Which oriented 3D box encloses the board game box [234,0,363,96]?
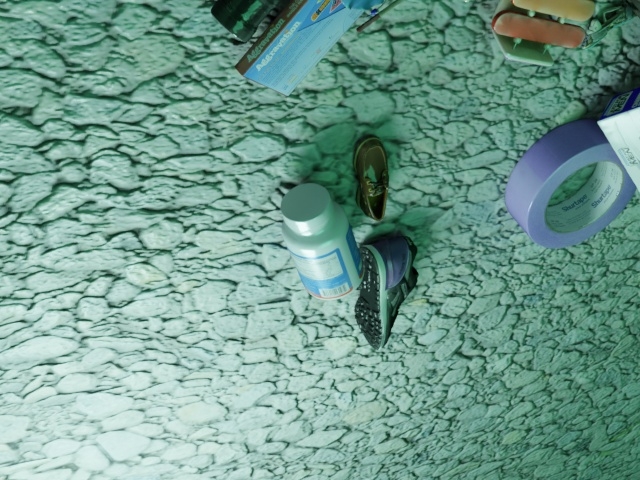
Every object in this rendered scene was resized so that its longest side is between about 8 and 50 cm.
[{"bbox_3d":[0.001,-0.344,1.470,0.281,0.027,0.145,-46,159,15],"label":"board game box"}]

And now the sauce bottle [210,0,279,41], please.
[{"bbox_3d":[-0.019,-0.428,1.350,0.344,0.111,0.111,-46,137,17],"label":"sauce bottle"}]

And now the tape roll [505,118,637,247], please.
[{"bbox_3d":[0.523,-0.114,1.998,0.275,0.090,0.274,-17,137,-16],"label":"tape roll"}]

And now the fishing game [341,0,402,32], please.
[{"bbox_3d":[0.108,-0.407,1.423,0.189,0.041,0.264,-37,162,-7],"label":"fishing game"}]

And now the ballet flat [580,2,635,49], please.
[{"bbox_3d":[0.518,-0.395,1.766,0.114,0.041,0.041,-35,139,5],"label":"ballet flat"}]

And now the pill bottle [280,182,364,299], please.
[{"bbox_3d":[0.000,0.000,1.766,0.124,0.124,0.221,-27,138,-6],"label":"pill bottle"}]

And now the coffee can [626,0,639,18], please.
[{"bbox_3d":[0.702,-0.463,1.680,0.275,0.201,0.201,-45,137,15],"label":"coffee can"}]

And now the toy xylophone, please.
[{"bbox_3d":[0.374,-0.443,1.592,0.236,0.081,0.322,-4,132,-27],"label":"toy xylophone"}]

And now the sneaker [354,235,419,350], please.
[{"bbox_3d":[0.149,0.111,1.985,0.124,0.107,0.283,-21,138,-22],"label":"sneaker"}]

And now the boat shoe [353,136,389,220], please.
[{"bbox_3d":[0.101,-0.110,1.766,0.064,0.060,0.178,-19,137,-15],"label":"boat shoe"}]

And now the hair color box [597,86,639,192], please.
[{"bbox_3d":[0.712,-0.221,1.779,0.339,0.110,0.185,-18,115,45],"label":"hair color box"}]
